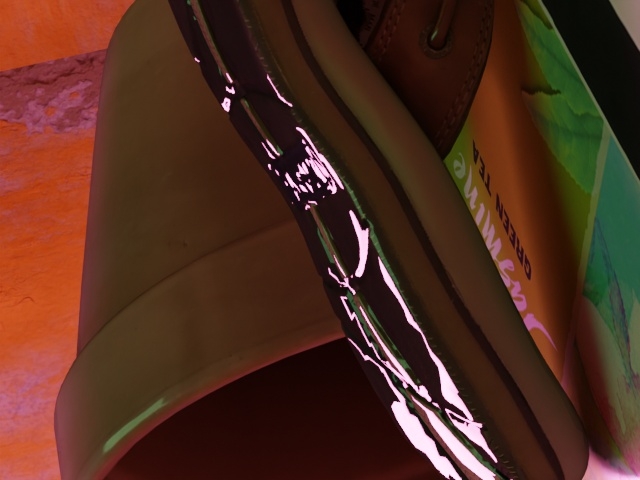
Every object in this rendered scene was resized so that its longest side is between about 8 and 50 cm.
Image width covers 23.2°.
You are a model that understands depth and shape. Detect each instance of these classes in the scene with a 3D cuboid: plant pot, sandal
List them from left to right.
[{"bbox_3d":[0.000,0.000,0.836,0.323,0.323,0.280,89,165,-58],"label":"plant pot"},{"bbox_3d":[0.018,-0.057,0.501,0.302,0.086,0.120,63,168,-10],"label":"sandal"}]

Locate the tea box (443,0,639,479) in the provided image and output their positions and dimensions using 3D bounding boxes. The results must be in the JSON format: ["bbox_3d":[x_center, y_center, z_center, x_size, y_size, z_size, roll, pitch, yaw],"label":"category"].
[{"bbox_3d":[0.172,-0.055,0.485,0.323,0.220,0.329,85,168,-51],"label":"tea box"}]
